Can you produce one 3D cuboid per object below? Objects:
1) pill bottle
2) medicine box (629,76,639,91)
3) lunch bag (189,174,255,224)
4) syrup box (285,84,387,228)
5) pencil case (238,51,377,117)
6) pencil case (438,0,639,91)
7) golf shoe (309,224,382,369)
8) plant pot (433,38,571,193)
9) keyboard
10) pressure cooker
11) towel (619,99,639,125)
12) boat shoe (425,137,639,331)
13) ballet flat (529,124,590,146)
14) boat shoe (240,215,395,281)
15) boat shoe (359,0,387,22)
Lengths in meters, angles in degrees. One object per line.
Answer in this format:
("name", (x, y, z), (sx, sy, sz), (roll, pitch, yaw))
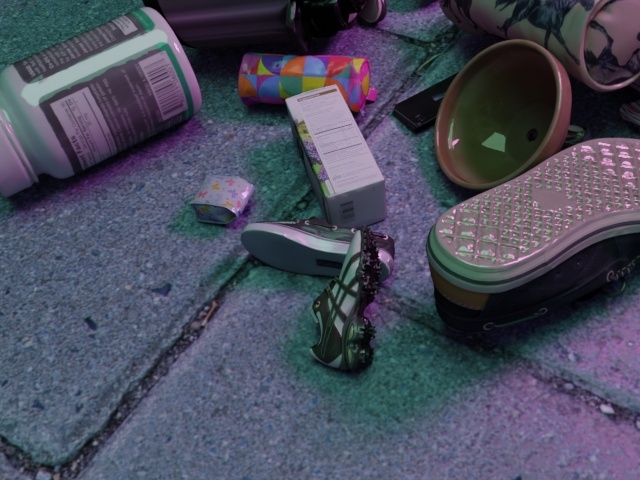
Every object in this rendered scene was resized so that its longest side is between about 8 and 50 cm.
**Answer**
("pill bottle", (-0.401, -0.229, 1.271), (0.361, 0.204, 0.204), (-29, 54, -16))
("medicine box", (0.610, -0.362, 1.249), (0.264, 0.149, 0.289), (-20, 38, -9))
("lunch bag", (-0.152, -0.063, 1.204), (0.083, 0.053, 0.071), (4, 49, 23))
("syrup box", (0.022, -0.133, 1.211), (0.096, 0.093, 0.236), (-18, 51, -6))
("pencil case", (-0.024, -0.275, 1.333), (0.237, 0.104, 0.104), (8, 53, 13))
("pencil case", (0.368, -0.370, 1.237), (0.184, 0.159, 0.410), (11, 22, -31))
("golf shoe", (0.029, 0.073, 1.027), (0.094, 0.077, 0.198), (2, 74, 23))
("plant pot", (0.297, -0.178, 1.171), (0.110, 0.237, 0.237), (16, 39, -37))
("keyboard", (0.225, -0.238, 1.318), (0.180, 0.023, 0.108), (-30, 47, -15))
("pressure cooker", (-0.082, -0.541, 1.352), (0.421, 0.369, 0.375), (1, 26, 17))
("towel", (0.603, -0.223, 1.219), (0.197, 0.029, 0.144), (-25, 32, -14))
("boat shoe", (0.351, -0.014, 1.043), (0.500, 0.156, 0.187), (-21, 47, -24))
("ballet flat", (0.380, -0.170, 1.231), (0.114, 0.041, 0.041), (-4, 51, 4))
("boat shoe", (0.000, 0.000, 1.120), (0.229, 0.080, 0.076), (9, 47, 13))
("boat shoe", (0.096, -0.525, 1.529), (0.079, 0.084, 0.233), (0, 52, -26))
